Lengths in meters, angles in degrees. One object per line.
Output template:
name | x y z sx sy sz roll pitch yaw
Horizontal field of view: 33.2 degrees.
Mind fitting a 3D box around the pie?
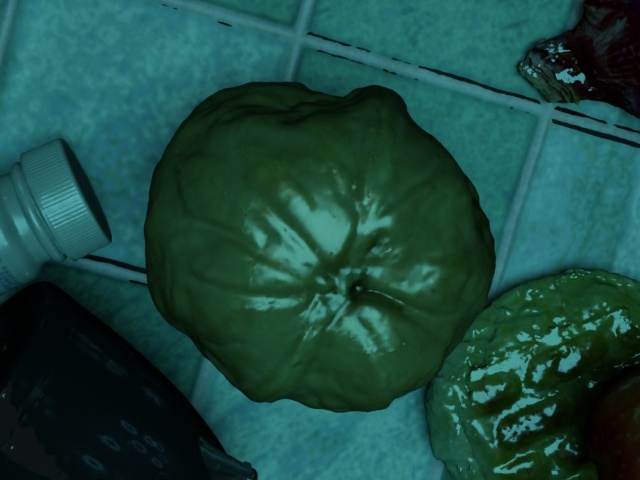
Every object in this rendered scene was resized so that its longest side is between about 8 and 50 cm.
pie | 0.256 0.167 1.052 0.306 0.071 0.306 -2 100 -11

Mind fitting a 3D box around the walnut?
walnut | 0.002 0.000 0.876 0.282 0.277 0.253 -1 108 3

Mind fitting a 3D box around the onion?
onion | 0.364 -0.202 0.963 0.348 0.159 0.267 -28 100 -5

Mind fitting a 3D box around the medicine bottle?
medicine bottle | -0.274 -0.008 0.915 0.168 0.105 0.105 -25 103 -5

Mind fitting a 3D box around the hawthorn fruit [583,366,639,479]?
hawthorn fruit | 0.304 0.176 0.963 0.138 0.133 0.133 -25 103 -10

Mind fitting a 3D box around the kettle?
kettle | -0.211 0.214 0.937 0.268 0.207 0.290 -36 118 26
